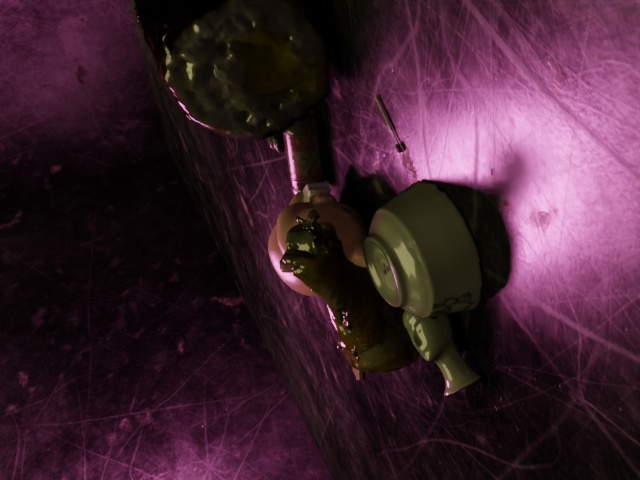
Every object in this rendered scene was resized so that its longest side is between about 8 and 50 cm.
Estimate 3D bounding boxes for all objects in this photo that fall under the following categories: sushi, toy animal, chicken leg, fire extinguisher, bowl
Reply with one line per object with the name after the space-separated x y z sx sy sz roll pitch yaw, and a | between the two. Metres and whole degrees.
-0.155 -0.359 1.231 0.299 0.281 0.294 73 172 -45 | sushi
0.001 -0.003 1.411 0.256 0.195 0.213 118 150 -71 | toy animal
0.054 0.094 1.199 0.429 0.153 0.201 50 -156 -46 | chicken leg
-0.036 -0.190 1.423 0.106 0.075 0.252 -84 -9 -45 | fire extinguisher
0.137 0.028 1.075 0.211 0.112 0.211 58 163 29 | bowl

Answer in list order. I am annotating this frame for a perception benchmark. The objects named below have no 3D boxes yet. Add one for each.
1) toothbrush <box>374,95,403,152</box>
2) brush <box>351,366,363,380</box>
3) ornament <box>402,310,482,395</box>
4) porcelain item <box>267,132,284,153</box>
0.103 -0.176 1.103 0.097 0.008 0.006 67 152 9 | toothbrush
0.085 0.241 1.749 0.085 0.020 0.336 57 162 36 | brush
0.186 0.165 1.158 0.156 0.081 0.075 62 146 11 | ornament
-0.104 -0.267 1.506 0.081 0.069 0.215 85 171 -61 | porcelain item
